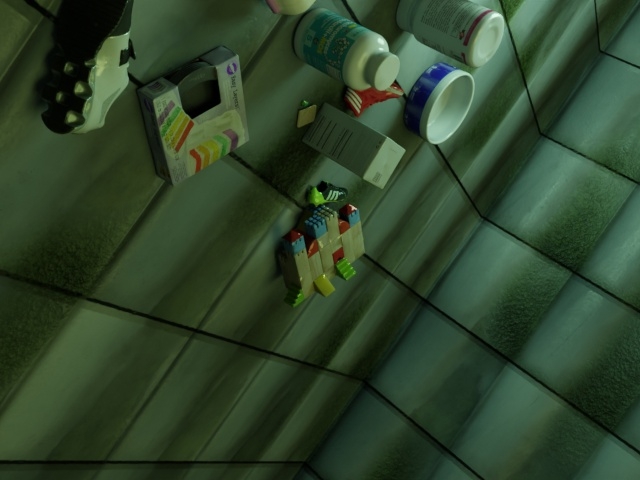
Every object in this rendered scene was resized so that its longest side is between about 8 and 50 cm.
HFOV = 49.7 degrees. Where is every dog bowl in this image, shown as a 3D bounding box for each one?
[{"bbox_3d":[0.410,-0.472,2.385,0.265,0.104,0.265,-36,147,-29],"label":"dog bowl"}]

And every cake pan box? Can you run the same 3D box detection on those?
[{"bbox_3d":[-0.287,-0.291,1.607,0.246,0.070,0.267,-38,147,-30],"label":"cake pan box"}]

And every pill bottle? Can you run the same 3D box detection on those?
[{"bbox_3d":[0.069,-0.470,1.731,0.146,0.264,0.146,-36,146,-30],"label":"pill bottle"},{"bbox_3d":[0.366,-0.621,1.983,0.160,0.283,0.160,-36,146,-29],"label":"pill bottle"}]

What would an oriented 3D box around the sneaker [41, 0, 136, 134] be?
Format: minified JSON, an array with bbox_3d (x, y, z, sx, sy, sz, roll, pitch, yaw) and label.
[{"bbox_3d":[-0.419,-0.361,1.317,0.330,0.122,0.146,-64,167,15],"label":"sneaker"}]

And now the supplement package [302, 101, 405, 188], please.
[{"bbox_3d":[0.095,-0.274,1.994,0.134,0.244,0.139,-59,149,7],"label":"supplement package"}]

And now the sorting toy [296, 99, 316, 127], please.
[{"bbox_3d":[-0.039,-0.362,1.944,0.062,0.012,0.083,-26,144,-32],"label":"sorting toy"}]

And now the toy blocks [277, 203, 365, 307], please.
[{"bbox_3d":[0.000,0.000,2.247,0.381,0.190,0.261,-36,135,-28],"label":"toy blocks"}]

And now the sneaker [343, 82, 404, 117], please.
[{"bbox_3d":[0.149,-0.436,2.091,0.221,0.087,0.128,6,125,-44],"label":"sneaker"}]

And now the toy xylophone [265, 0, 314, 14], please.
[{"bbox_3d":[-0.018,-0.668,1.547,0.323,0.081,0.236,-47,149,-12],"label":"toy xylophone"}]

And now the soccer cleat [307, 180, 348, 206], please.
[{"bbox_3d":[0.029,-0.158,2.215,0.179,0.060,0.072,-18,122,-46],"label":"soccer cleat"}]
